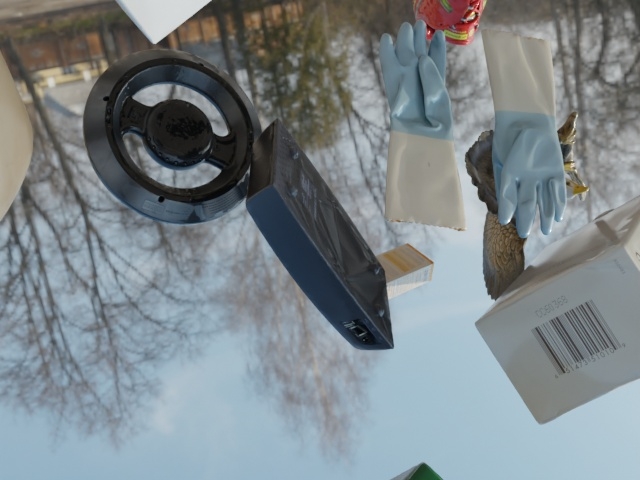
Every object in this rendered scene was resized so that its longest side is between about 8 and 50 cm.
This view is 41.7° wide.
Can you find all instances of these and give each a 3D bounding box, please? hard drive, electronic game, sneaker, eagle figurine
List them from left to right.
[{"bbox_3d":[-0.177,-0.130,1.036,0.229,0.229,0.048,-20,174,-31],"label":"electronic game"},{"bbox_3d":[0.000,0.000,0.959,0.054,0.255,0.172,-27,-149,16],"label":"hard drive"},{"bbox_3d":[0.202,-0.328,1.143,0.107,0.119,0.279,-2,-174,-12],"label":"sneaker"},{"bbox_3d":[0.323,-0.081,1.362,0.298,0.226,0.225,-42,-177,-23],"label":"eagle figurine"}]

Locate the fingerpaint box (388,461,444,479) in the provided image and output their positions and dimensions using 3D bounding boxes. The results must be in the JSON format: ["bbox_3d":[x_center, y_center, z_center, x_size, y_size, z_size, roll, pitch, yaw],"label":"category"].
[{"bbox_3d":[0.192,0.483,0.958,0.163,0.445,0.371,-44,169,-21],"label":"fingerpaint box"}]

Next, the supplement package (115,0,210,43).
[{"bbox_3d":[-0.112,-0.215,0.435,0.105,0.179,0.105,-38,164,-2],"label":"supplement package"}]

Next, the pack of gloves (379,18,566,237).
[{"bbox_3d":[0.147,-0.109,0.845,0.194,0.232,0.046,6,158,-15],"label":"pack of gloves"}]

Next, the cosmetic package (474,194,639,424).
[{"bbox_3d":[0.380,0.066,1.114,0.217,0.156,0.385,-34,175,33],"label":"cosmetic package"}]

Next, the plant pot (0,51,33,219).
[{"bbox_3d":[-0.303,-0.099,0.403,0.323,0.280,0.323,-14,-133,16],"label":"plant pot"}]

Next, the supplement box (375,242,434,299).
[{"bbox_3d":[0.110,0.047,1.239,0.098,0.036,0.062,-20,-139,-30],"label":"supplement box"}]
